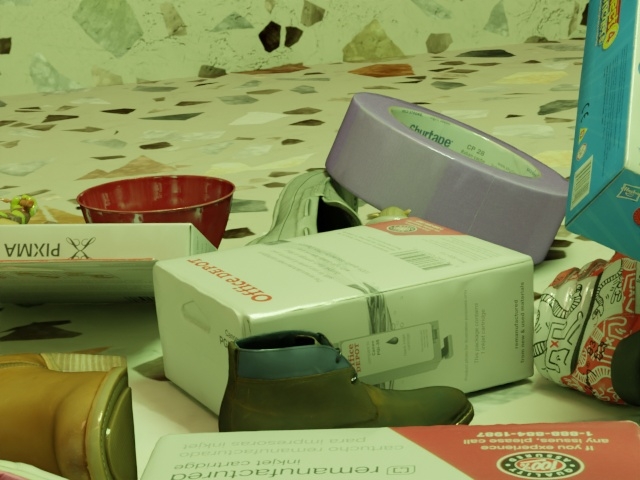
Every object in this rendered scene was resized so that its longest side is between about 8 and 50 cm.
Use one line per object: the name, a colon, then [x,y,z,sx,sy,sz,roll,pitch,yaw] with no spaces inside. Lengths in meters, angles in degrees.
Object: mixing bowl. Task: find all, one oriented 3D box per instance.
mixing bowl: [-0.184,-0.009,1.691,0.181,0.098,0.181,-2,15,0]

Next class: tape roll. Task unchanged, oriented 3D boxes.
tape roll: [0.147,-0.073,1.686,0.274,0.090,0.275,23,15,-6]

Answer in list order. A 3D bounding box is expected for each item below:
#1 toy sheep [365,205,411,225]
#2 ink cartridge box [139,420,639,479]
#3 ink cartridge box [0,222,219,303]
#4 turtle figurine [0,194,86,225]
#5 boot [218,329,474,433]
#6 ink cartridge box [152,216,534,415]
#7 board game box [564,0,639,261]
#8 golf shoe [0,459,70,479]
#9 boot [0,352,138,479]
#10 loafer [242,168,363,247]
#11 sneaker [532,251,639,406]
toy sheep: [0.074,0.024,1.517,0.091,0.132,0.091,-2,-28,-1]
ink cartridge box: [0.034,0.225,0.660,0.279,0.160,0.385,-1,15,4]
ink cartridge box: [-0.271,0.016,1.487,0.296,0.066,0.261,-1,-12,8]
turtle figurine: [-0.379,-0.002,1.724,0.217,0.087,0.269,11,10,20]
boot: [0.023,0.117,1.167,0.219,0.106,0.082,-10,17,-23]
ink cartridge box: [0.018,0.070,1.323,0.283,0.117,0.207,-10,17,-26]
board game box: [0.359,-0.089,1.203,0.302,0.086,0.308,23,52,-13]
golf shoe: [-0.245,0.180,0.982,0.306,0.115,0.140,3,13,16]
boot: [-0.252,0.140,1.120,0.220,0.109,0.283,-4,13,-9]
loafer: [0.000,0.000,1.597,0.111,0.112,0.319,-10,21,20]
sneaker: [0.280,0.015,1.293,0.090,0.270,0.145,39,-20,-34]
